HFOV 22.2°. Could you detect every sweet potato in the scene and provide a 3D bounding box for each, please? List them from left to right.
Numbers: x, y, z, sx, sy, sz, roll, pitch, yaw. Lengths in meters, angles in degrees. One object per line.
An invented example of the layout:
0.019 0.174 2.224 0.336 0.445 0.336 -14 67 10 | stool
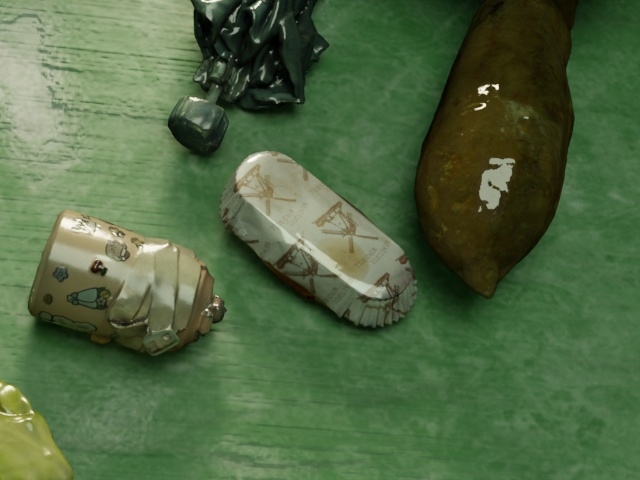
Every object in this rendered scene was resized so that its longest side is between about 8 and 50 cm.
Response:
0.170 -0.129 1.438 0.131 0.130 0.422 20 53 -1 | sweet potato

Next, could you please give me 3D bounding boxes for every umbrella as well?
-0.043 -0.228 1.460 0.143 0.094 0.348 23 62 6 | umbrella

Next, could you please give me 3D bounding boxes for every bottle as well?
-0.148 0.040 1.294 0.152 0.099 0.099 20 60 -5 | bottle

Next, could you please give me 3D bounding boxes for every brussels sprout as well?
-0.275 0.175 1.178 0.183 0.131 0.145 38 39 9 | brussels sprout

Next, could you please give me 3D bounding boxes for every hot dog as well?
0.000 0.000 1.369 0.192 0.053 0.099 36 62 6 | hot dog
